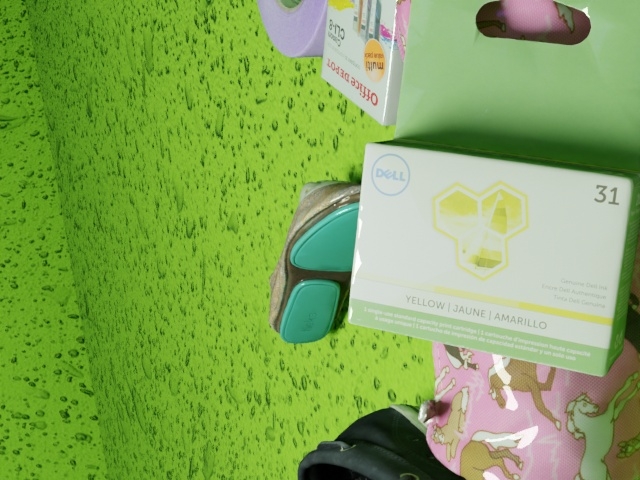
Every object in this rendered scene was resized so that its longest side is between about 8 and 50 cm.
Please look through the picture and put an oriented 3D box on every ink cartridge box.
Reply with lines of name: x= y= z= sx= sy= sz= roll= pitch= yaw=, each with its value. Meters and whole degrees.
ink cartridge box: x=0.114 y=-0.050 z=0.686 sx=0.171 sy=0.056 sz=0.235 roll=11 pitch=103 yaw=24
ink cartridge box: x=0.087 y=-0.197 z=0.910 sx=0.128 sy=0.127 sz=0.176 roll=-133 pitch=41 yaw=-53

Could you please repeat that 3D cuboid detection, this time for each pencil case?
pencil case: x=0.146 y=-0.012 z=0.790 sx=0.160 sy=0.167 sz=0.386 roll=-168 pitch=73 yaw=-69

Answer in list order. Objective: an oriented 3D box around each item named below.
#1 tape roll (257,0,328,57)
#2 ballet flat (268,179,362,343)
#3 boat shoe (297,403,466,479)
tape roll: x=0.009 y=-0.314 z=1.062 sx=0.275 sy=0.090 sz=0.274 roll=175 pitch=90 yaw=-70
ballet flat: x=0.000 y=0.000 z=1.198 sx=0.316 sy=0.107 sz=0.106 roll=121 pitch=149 yaw=-53
boat shoe: x=0.101 y=0.266 z=0.893 sx=0.500 sy=0.156 sz=0.187 roll=-149 pitch=47 yaw=-71
